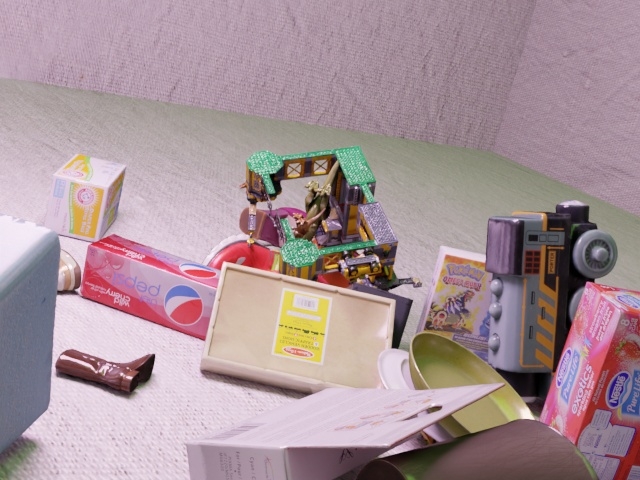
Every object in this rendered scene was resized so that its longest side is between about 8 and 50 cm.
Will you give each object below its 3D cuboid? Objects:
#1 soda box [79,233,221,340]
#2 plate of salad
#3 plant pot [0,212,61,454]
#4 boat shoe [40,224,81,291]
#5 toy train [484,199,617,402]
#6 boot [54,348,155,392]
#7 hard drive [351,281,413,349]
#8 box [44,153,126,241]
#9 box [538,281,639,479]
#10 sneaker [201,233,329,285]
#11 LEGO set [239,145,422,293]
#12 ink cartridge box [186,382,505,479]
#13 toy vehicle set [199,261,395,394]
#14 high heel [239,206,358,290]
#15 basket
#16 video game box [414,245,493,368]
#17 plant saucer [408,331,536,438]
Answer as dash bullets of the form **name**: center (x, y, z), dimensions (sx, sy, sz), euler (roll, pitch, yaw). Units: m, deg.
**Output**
- **soda box**: center (-0.236, 0.076, 1.643), dimensions (0.263, 0.092, 0.083), euler (18, 17, 12)
- **plate of salad**: center (0.153, 0.231, 1.480), dimensions (0.200, 0.048, 0.200), euler (33, 21, -14)
- **plant pot**: center (-0.432, 0.116, 1.044), dimensions (0.247, 0.248, 0.252), euler (16, 31, 7)
- **boat shoe**: center (-0.455, 0.025, 1.691), dimensions (0.072, 0.068, 0.190), euler (-13, 28, -37)
- **toy train**: center (0.350, 0.101, 1.662), dimensions (0.190, 0.334, 0.142), euler (2, 5, -18)
- **boot**: center (-0.285, 0.162, 1.400), dimensions (0.114, 0.037, 0.106), euler (12, 12, 11)
- **hard drive**: center (0.077, 0.141, 1.614), dimensions (0.094, 0.135, 0.022), euler (17, -3, 10)
- **box**: center (-0.443, -0.083, 2.001), dimensions (0.103, 0.114, 0.203), euler (13, 16, -4)
- **box**: center (0.405, 0.201, 1.458), dimensions (0.128, 0.257, 0.122), euler (11, 16, -13)
- **sneaker**: center (-0.087, 0.063, 1.803), dimensions (0.279, 0.107, 0.118), euler (4, 25, -47)
- **LEGO set**: center (0.000, 0.000, 1.786), dimensions (0.255, 0.192, 0.331), euler (-15, 49, -20)
- **ink cartridge box**: center (0.039, 0.225, 1.209), dimensions (0.261, 0.066, 0.296), euler (-6, 2, 33)
- **toy vehicle set**: center (-0.029, 0.135, 1.531), dimensions (0.267, 0.035, 0.166), euler (13, 56, -4)
- **high heel**: center (0.014, 0.019, 2.054), dimensions (0.181, 0.127, 0.377), euler (10, 18, -43)
- **basket**: center (0.160, 0.286, 1.135), dimensions (0.227, 0.154, 0.204), euler (1, 25, -31)
- **video game box**: center (0.277, 0.120, 1.779), dimensions (0.205, 0.187, 0.048), euler (12, 15, -8)
- **plant saucer**: center (0.208, 0.225, 1.462), dimensions (0.241, 0.037, 0.241), euler (34, 20, -14)
